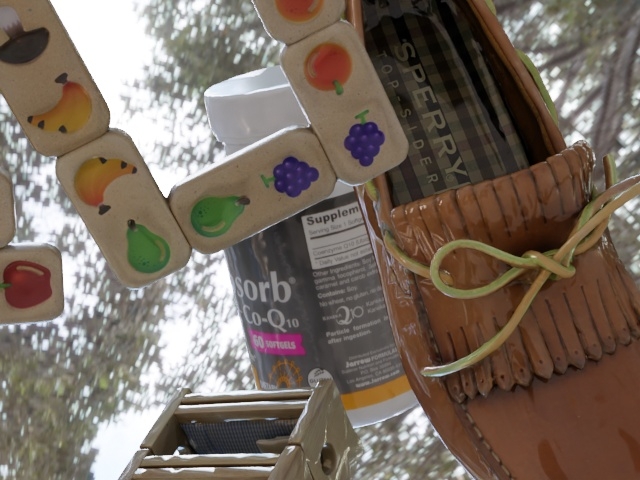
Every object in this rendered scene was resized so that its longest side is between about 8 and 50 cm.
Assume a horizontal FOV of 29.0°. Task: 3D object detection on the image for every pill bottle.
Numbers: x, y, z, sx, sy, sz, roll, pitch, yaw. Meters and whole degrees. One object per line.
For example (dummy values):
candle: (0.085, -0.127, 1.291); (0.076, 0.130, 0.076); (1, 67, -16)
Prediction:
pill bottle: (0.000, 0.000, 1.008); (0.162, 0.162, 0.278); (-19, -73, -21)

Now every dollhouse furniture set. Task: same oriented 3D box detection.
dollhouse furniture set: (-0.036, 0.208, 0.836); (0.129, 0.129, 0.183); (-58, -47, -48)

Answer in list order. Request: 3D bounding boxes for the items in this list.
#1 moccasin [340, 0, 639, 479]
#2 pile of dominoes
moccasin: (0.100, -0.009, 0.671); (0.139, 0.147, 0.380); (-13, -113, -5)
pile of dominoes: (-0.101, -0.083, 0.386); (0.196, 0.040, 0.251); (-28, -66, -1)
